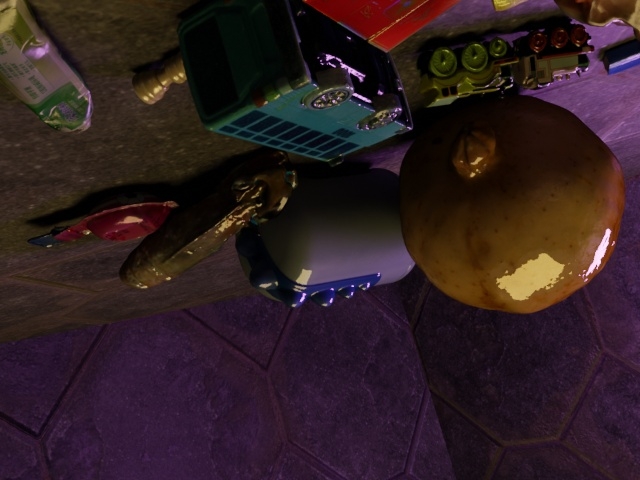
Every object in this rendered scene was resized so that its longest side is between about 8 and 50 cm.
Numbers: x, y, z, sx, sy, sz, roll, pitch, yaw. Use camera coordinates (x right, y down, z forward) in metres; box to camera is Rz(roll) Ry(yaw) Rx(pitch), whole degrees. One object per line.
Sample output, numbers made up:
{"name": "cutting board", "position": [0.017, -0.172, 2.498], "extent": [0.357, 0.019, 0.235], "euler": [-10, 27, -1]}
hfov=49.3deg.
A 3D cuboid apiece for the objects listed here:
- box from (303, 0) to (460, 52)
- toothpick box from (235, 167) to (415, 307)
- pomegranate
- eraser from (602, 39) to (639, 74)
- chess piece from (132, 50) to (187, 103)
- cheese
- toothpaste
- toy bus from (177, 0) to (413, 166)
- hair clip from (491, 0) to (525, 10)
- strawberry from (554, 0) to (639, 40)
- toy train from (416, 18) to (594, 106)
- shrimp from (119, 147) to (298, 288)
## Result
{"name": "box", "position": [0.060, -0.233, 0.618], "extent": [0.112, 0.048, 0.175], "euler": [-31, 166, 26]}
{"name": "toothpick box", "position": [0.000, 0.000, 1.321], "extent": [0.354, 0.263, 0.263], "euler": [-8, 168, -35]}
{"name": "pomegranate", "position": [0.301, -0.072, 1.161], "extent": [0.409, 0.411, 0.410], "euler": [-16, 171, -3]}
{"name": "eraser", "position": [0.502, -0.299, 1.122], "extent": [0.084, 0.027, 0.063], "euler": [-19, 172, 17]}
{"name": "chess piece", "position": [-0.147, -0.175, 0.714], "extent": [0.092, 0.035, 0.035], "euler": [-24, 169, 23]}
{"name": "cheese", "position": [-0.351, -0.030, 1.139], "extent": [0.244, 0.062, 0.155], "euler": [-16, 171, 3]}
{"name": "toothpaste", "position": [-0.257, -0.152, 0.627], "extent": [0.078, 0.047, 0.248], "euler": [-20, 169, -4]}
{"name": "toy bus", "position": [-0.014, -0.164, 0.715], "extent": [0.147, 0.129, 0.256], "euler": [-21, 169, 25]}
{"name": "hair clip", "position": [0.172, -0.271, 0.652], "extent": [0.072, 0.046, 0.173], "euler": [-22, 168, 11]}
{"name": "strawberry", "position": [0.291, -0.287, 0.485], "extent": [0.264, 0.149, 0.336], "euler": [8, 157, -2]}
{"name": "toy train", "position": [0.245, -0.231, 0.909], "extent": [0.249, 0.085, 0.053], "euler": [-14, -172, -14]}
{"name": "shrimp", "position": [-0.199, -0.029, 1.226], "extent": [0.445, 0.110, 0.221], "euler": [-25, -165, 40]}
